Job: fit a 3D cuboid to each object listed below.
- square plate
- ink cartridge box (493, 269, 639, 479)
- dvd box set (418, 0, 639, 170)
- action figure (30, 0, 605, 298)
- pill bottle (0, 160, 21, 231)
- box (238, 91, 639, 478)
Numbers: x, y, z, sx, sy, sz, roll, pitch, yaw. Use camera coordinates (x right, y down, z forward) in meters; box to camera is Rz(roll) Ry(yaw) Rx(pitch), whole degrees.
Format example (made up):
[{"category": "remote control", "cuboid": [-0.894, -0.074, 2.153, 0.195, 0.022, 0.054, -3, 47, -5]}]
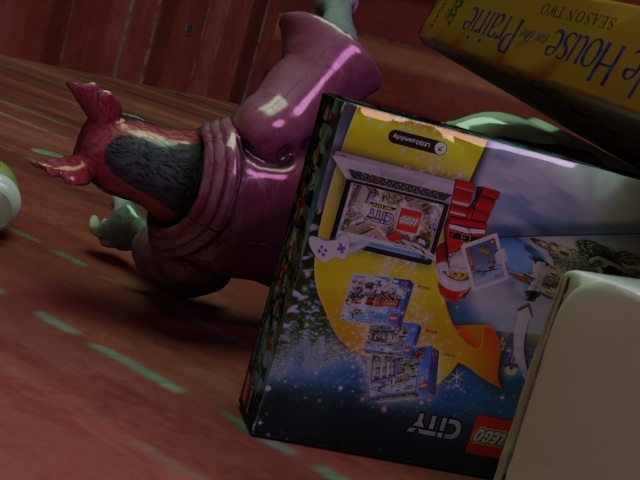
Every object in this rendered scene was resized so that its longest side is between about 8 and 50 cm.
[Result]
[{"category": "square plate", "cuboid": [0.286, -0.013, 0.932, 0.347, 0.049, 0.344, 31, 8, 15]}, {"category": "ink cartridge box", "cuboid": [0.233, 0.110, 0.406, 0.226, 0.131, 0.306, 24, 12, 42]}, {"category": "dvd box set", "cuboid": [0.263, -0.046, 0.647, 0.307, 0.062, 0.420, 25, 9, -22]}, {"category": "action figure", "cuboid": [0.000, 0.000, 0.689, 0.370, 0.248, 0.276, 11, 37, -33]}, {"category": "pill bottle", "cuboid": [-0.229, -0.030, 0.764, 0.043, 0.043, 0.083, 12, 10, -20]}, {"category": "box", "cuboid": [0.093, 0.034, 0.541, 0.233, 0.159, 0.044, 13, 11, -15]}]
